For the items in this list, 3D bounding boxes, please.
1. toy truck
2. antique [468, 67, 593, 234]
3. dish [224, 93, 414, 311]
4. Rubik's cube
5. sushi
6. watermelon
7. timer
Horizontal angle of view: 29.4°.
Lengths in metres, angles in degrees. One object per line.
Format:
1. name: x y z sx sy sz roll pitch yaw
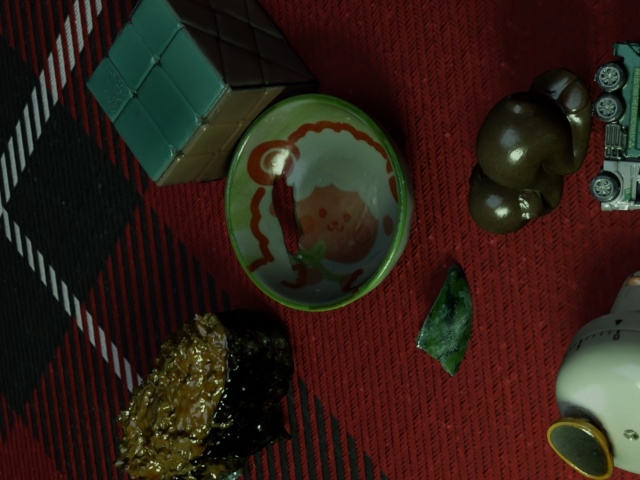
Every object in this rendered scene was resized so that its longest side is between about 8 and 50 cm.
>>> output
1. toy truck: 0.413 -0.144 1.549 0.116 0.110 0.216 6 102 25
2. antique: 0.262 -0.101 1.611 0.121 0.143 0.257 47 155 19
3. dish: 0.018 -0.057 1.845 0.324 0.124 0.324 1 92 35
4. Rubik's cube: -0.187 -0.244 1.910 0.231 0.221 0.224 54 125 16
5. sushi: -0.180 0.275 2.019 0.234 0.207 0.348 45 120 30
6. watermelon: 0.176 0.113 1.799 0.080 0.101 0.155 39 111 38
7. timer: 0.425 0.181 1.573 0.233 0.240 0.233 19 137 18
